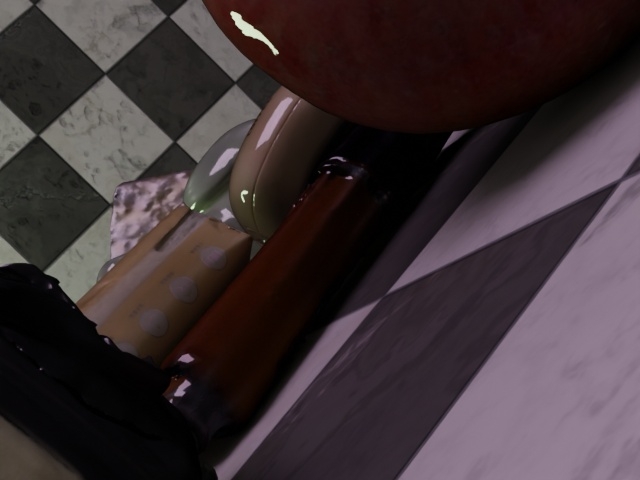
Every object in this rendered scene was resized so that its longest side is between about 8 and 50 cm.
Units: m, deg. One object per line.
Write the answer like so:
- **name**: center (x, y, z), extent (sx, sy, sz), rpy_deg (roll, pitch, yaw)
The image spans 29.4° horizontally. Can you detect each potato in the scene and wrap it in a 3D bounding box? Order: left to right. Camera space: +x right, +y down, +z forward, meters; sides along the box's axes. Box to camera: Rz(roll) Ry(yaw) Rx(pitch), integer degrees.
- **potato**: center (-0.118, 0.028, 1.479), extent (0.264, 0.211, 0.189), rpy_deg (-13, -29, 8)

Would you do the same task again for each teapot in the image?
- **teapot**: center (-0.075, -0.024, 1.221), extent (0.220, 0.149, 0.318), rpy_deg (-45, 5, 16)

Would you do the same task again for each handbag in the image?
- **handbag**: center (-0.143, 0.123, 0.583), extent (0.181, 0.181, 0.254), rpy_deg (-53, 7, -3)

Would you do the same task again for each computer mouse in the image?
- **computer mouse**: center (-0.018, -0.062, 1.058), extent (0.145, 0.082, 0.236), rpy_deg (-61, -14, -8)

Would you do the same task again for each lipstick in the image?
- **lipstick**: center (0.000, 0.000, 0.903), extent (0.077, 0.077, 0.418), rpy_deg (-39, 10, 46)

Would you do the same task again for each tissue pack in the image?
- **tissue pack**: center (-0.138, 0.101, 0.877), extent (0.222, 0.090, 0.186), rpy_deg (-53, -17, -49)

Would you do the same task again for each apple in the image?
- **apple**: center (0.087, -0.230, 0.770), extent (0.345, 0.345, 0.269), rpy_deg (-44, -12, 12)
